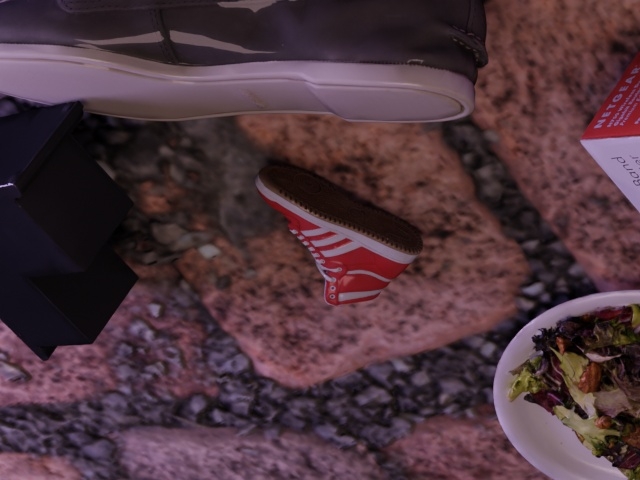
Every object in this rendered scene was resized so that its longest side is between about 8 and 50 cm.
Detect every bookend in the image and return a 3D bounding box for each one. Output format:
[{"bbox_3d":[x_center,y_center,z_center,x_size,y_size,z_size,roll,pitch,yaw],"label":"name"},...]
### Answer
[{"bbox_3d":[-0.167,-0.002,1.263,0.157,0.072,0.156,-7,132,50],"label":"bookend"}]

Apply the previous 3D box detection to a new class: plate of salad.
[{"bbox_3d":[0.215,0.115,1.335,0.200,0.048,0.200,6,131,7],"label":"plate of salad"}]

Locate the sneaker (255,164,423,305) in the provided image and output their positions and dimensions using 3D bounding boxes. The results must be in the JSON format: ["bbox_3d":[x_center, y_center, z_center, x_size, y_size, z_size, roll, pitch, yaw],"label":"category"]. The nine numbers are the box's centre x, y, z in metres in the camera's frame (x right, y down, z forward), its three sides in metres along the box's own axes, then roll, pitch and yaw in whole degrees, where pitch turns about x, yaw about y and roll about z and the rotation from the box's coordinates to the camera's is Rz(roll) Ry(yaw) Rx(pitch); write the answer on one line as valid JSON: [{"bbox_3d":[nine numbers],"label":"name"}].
[{"bbox_3d":[0.000,0.000,1.287,0.118,0.042,0.067,27,126,-14],"label":"sneaker"}]

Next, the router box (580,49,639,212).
[{"bbox_3d":[0.357,0.018,1.108,0.335,0.082,0.301,46,156,-24],"label":"router box"}]

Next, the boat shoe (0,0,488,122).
[{"bbox_3d":[-0.065,-0.129,1.176,0.335,0.095,0.112,4,166,13],"label":"boat shoe"}]
